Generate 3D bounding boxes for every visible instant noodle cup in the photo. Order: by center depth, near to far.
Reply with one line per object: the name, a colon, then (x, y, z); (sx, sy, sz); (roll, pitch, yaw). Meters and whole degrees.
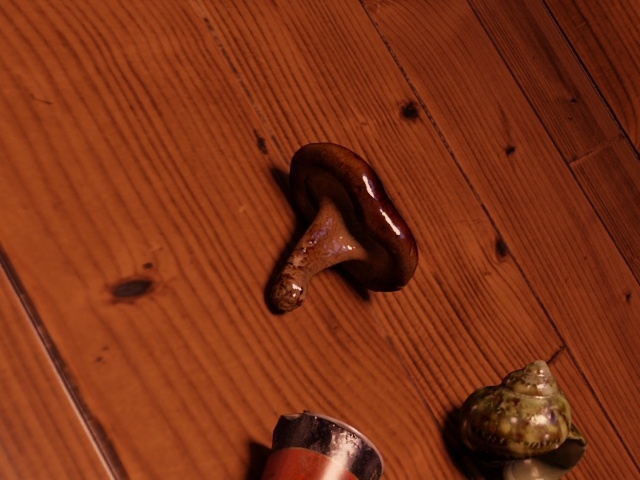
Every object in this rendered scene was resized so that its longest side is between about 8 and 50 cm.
instant noodle cup: (-0.015, 0.262, 0.918); (0.127, 0.127, 0.135); (45, 44, -17)

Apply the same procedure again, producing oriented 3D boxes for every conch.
conch: (0.273, 0.245, 1.228); (0.187, 0.181, 0.124); (6, 54, -22)

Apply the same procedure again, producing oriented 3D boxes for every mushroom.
mushroom: (0.000, 0.000, 1.156); (0.217, 0.148, 0.227); (-36, 87, -40)
